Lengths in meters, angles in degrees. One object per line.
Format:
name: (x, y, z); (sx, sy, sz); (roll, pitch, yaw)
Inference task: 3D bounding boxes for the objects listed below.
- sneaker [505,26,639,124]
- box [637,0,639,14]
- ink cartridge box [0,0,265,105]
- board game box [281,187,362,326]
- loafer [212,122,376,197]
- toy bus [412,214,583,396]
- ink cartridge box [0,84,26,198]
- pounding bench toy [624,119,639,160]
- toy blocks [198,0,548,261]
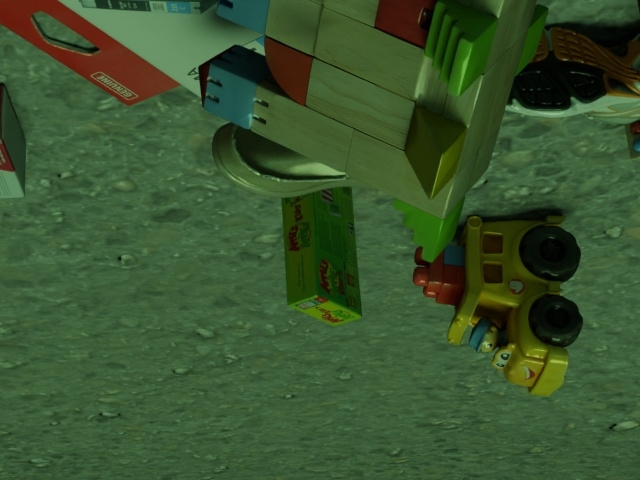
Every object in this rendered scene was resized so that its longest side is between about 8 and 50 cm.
sneaker: (0.279, -0.156, 1.403); (0.262, 0.099, 0.121); (-2, 159, -1)
box: (0.366, -0.181, 1.225); (0.108, 0.207, 0.153); (-19, 151, 28)
ink cartridge box: (-0.171, -0.204, 1.263); (0.261, 0.066, 0.296); (-20, 150, 27)
board game box: (0.000, 0.000, 1.581); (0.043, 0.181, 0.092); (-21, 150, 31)
loafer: (0.014, -0.108, 1.465); (0.268, 0.102, 0.092); (-3, 155, -25)
toy bus: (0.223, 0.078, 1.753); (0.211, 0.220, 0.149); (5, 151, -5)
ink cartridge box: (-0.411, -0.099, 1.435); (0.175, 0.072, 0.127); (-3, 155, -2)
pounding bench toy: (0.398, -0.120, 1.541); (0.083, 0.052, 0.065); (-22, 149, 33)
toy blocks: (0.035, -0.203, 1.099); (0.260, 0.191, 0.381); (26, 130, 17)
